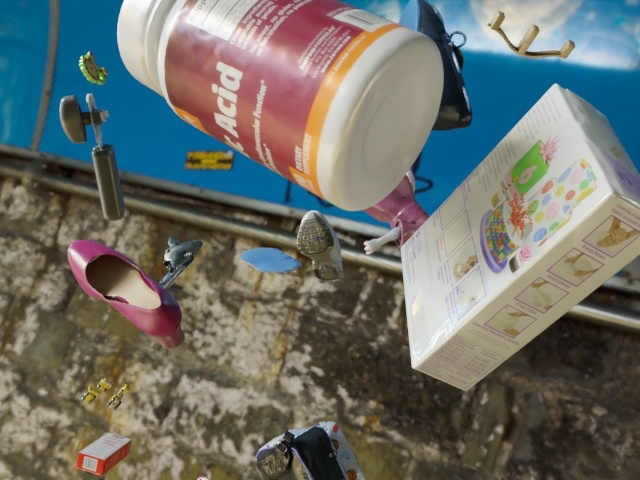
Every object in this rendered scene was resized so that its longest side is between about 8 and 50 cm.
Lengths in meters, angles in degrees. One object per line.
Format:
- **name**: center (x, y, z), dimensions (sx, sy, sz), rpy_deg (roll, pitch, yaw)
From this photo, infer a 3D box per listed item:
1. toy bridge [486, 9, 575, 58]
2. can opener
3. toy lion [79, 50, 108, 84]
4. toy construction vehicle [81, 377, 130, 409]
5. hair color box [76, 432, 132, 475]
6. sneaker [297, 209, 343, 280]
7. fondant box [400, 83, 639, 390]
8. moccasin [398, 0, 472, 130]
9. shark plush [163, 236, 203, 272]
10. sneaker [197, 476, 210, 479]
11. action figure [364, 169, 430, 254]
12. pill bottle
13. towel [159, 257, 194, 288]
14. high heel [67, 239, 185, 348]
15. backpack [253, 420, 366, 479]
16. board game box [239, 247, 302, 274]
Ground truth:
- **toy bridge**: center (0.427, -0.414, 1.375), dimensions (0.188, 0.026, 0.063), rpy_deg (17, -44, -12)
- **can opener**: center (-0.481, -0.178, 1.429), dimensions (0.093, 0.280, 0.074), rpy_deg (-12, 23, -8)
- **toy lion**: center (-0.637, -0.474, 1.863), dimensions (0.034, 0.096, 0.100), rpy_deg (-23, -39, 12)
- **toy construction vehicle**: center (-0.527, 0.374, 1.640), dimensions (0.086, 0.098, 0.035), rpy_deg (34, 27, -19)
- **hair color box**: center (-0.526, 0.519, 1.623), dimensions (0.072, 0.043, 0.141), rpy_deg (12, 6, 10)
- **sneaker**: center (0.000, 0.000, 1.984), dimensions (0.111, 0.129, 0.297), rpy_deg (-4, -36, 10)
- **fondant box**: center (0.240, 0.000, 0.841), dimensions (0.096, 0.238, 0.330), rpy_deg (26, -54, -18)
- **moccasin**: center (0.212, -0.326, 1.271), dimensions (0.117, 0.342, 0.137), rpy_deg (10, -34, -15)
- **shark plush**: center (-0.306, 0.028, 1.452), dimensions (0.067, 0.073, 0.161), rpy_deg (-8, 5, 5)
- **sneaker**: center (-0.210, 0.553, 1.317), dimensions (0.170, 0.075, 0.063), rpy_deg (56, -27, 11)
- **action figure**: center (0.232, -0.061, 1.721), dimensions (0.370, 0.275, 0.248), rpy_deg (45, 9, 19)
- **pill bottle**: center (-0.063, -0.217, 0.857), dimensions (0.392, 0.224, 0.224), rpy_deg (31, -7, 26)
- **towel**: center (-0.414, 0.088, 1.919), dimensions (0.029, 0.067, 0.119), rpy_deg (44, -60, -2)
- **high heel**: center (-0.438, 0.079, 1.453), dimensions (0.377, 0.127, 0.181), rpy_deg (33, -27, 19)
- **backpack**: center (-0.034, 0.575, 1.641), dimensions (0.213, 0.276, 0.263), rpy_deg (-19, -4, -41)
- **board game box**: center (-0.137, 0.066, 1.801), dimensions (0.133, 0.033, 0.169), rpy_deg (-12, 27, -40)
